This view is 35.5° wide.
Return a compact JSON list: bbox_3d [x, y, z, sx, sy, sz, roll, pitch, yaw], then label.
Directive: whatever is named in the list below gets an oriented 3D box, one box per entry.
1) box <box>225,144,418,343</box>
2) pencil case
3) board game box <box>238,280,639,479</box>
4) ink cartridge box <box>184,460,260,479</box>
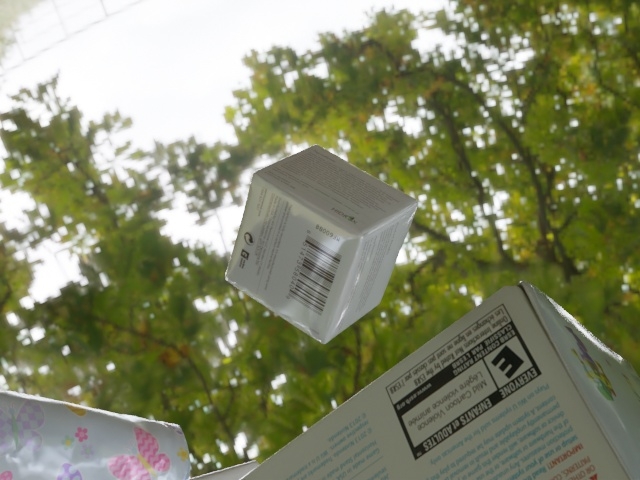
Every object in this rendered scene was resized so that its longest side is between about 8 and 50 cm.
[{"bbox_3d":[0.000,0.000,0.748,0.102,0.101,0.087,32,-146,22],"label":"box"},{"bbox_3d":[-0.279,0.241,1.099,0.273,0.124,0.113,18,164,-33],"label":"pencil case"},{"bbox_3d":[0.059,0.197,0.318,0.224,0.097,0.303,-39,-136,18],"label":"board game box"},{"bbox_3d":[-0.012,0.283,0.666,0.239,0.060,0.275,-15,-110,-4],"label":"ink cartridge box"}]
